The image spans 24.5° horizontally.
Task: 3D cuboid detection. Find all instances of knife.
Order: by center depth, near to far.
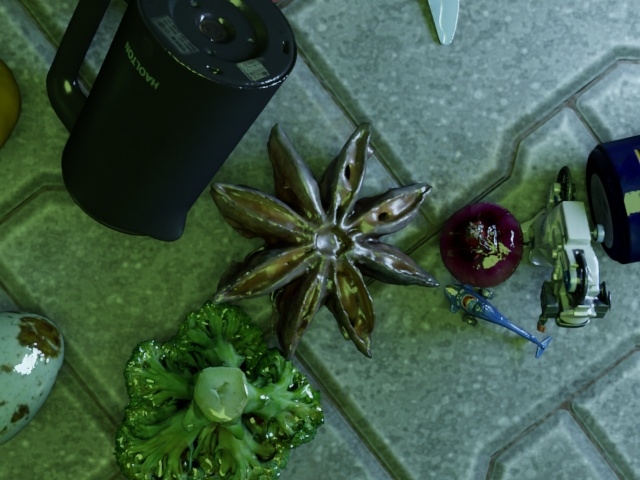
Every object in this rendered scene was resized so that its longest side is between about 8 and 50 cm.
[{"bbox_3d":[0.138,-0.386,1.934,0.063,0.034,0.260,-26,105,-12],"label":"knife"}]

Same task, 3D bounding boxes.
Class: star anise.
[{"bbox_3d":[0.002,0.000,1.911,0.332,0.117,0.331,-1,95,-17],"label":"star anise"}]

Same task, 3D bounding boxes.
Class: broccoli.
[{"bbox_3d":[-0.140,0.213,1.861,0.254,0.269,0.269,39,93,4],"label":"broccoli"}]

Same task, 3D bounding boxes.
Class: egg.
[{"bbox_3d":[-0.433,0.178,1.884,0.231,0.169,0.169,-36,99,-16],"label":"egg"}]

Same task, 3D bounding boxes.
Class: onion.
[{"bbox_3d":[0.212,0.004,1.943,0.115,0.104,0.115,-6,67,14],"label":"onion"}]

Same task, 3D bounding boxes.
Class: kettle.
[{"bbox_3d":[-0.210,-0.179,1.782,0.262,0.203,0.308,31,132,-7],"label":"kettle"}]

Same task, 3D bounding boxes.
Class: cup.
[{"bbox_3d":[0.497,-0.037,1.900,0.256,0.178,0.255,-13,55,-1],"label":"cup"}]

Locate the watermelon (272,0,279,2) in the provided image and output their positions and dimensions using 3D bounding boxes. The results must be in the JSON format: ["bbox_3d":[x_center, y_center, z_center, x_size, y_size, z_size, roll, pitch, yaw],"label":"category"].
[{"bbox_3d":[-0.040,-0.372,1.842,0.251,0.283,0.292,17,122,8],"label":"watermelon"}]

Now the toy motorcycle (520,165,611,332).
[{"bbox_3d":[0.320,0.021,1.923,0.102,0.221,0.150,3,141,-6],"label":"toy motorcycle"}]

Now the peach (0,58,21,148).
[{"bbox_3d":[-0.465,-0.169,1.844,0.179,0.103,0.179,1,53,-1],"label":"peach"}]

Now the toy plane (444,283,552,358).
[{"bbox_3d":[0.234,0.104,1.983,0.167,0.062,0.054,31,93,-18],"label":"toy plane"}]
